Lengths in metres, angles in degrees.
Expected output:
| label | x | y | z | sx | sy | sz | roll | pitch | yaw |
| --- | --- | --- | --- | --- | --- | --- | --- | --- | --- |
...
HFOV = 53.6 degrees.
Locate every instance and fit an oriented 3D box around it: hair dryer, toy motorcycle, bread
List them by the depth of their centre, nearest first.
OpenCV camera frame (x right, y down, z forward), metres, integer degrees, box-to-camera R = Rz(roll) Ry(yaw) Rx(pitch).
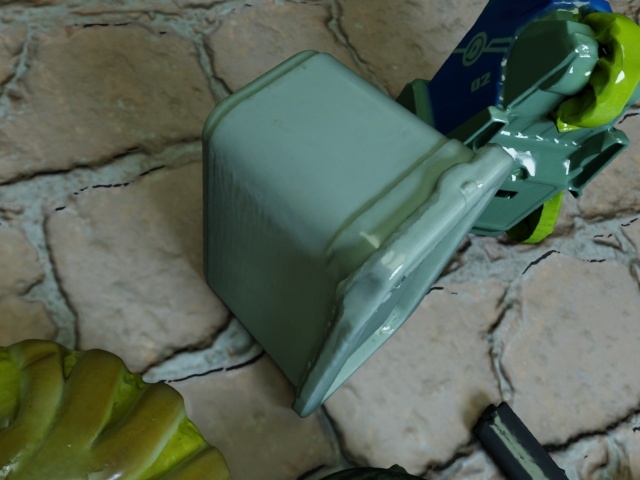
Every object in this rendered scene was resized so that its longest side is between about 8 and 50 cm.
| label | x | y | z | sx | sy | sz | roll | pitch | yaw |
| --- | --- | --- | --- | --- | --- | --- | --- | --- | --- |
| bread | -0.206 | 0.221 | 0.439 | 0.333 | 0.160 | 0.333 | 1 | 67 | -3 |
| hair dryer | 0.251 | 0.263 | 0.619 | 0.197 | 0.089 | 0.251 | -33 | 74 | -25 |
| toy motorcycle | 0.187 | -0.135 | 0.629 | 0.191 | 0.326 | 0.200 | 8 | 64 | -13 |

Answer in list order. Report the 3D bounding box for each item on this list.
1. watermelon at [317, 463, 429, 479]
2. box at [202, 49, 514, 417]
| label | x | y | z | sx | sy | sz | roll | pitch | yaw |
| --- | --- | --- | --- | --- | --- | --- | --- | --- | --- |
| watermelon | 0.046 | 0.281 | 0.482 | 0.212 | 0.212 | 0.212 | 6 | 67 | -13 |
| box | 0.000 | 0.000 | 0.538 | 0.182 | 0.312 | 0.175 | 43 | 63 | 13 |
